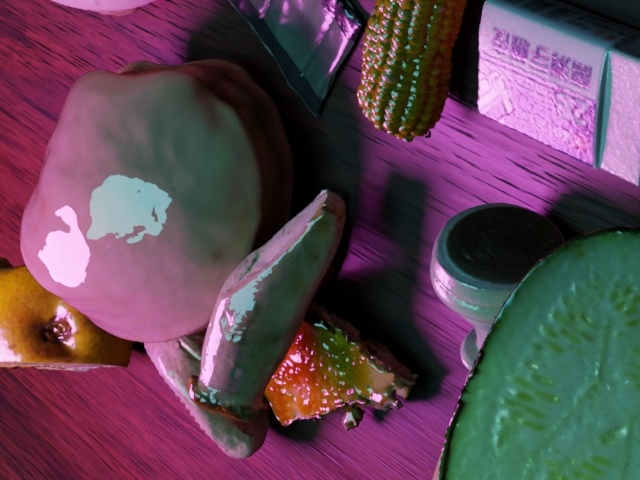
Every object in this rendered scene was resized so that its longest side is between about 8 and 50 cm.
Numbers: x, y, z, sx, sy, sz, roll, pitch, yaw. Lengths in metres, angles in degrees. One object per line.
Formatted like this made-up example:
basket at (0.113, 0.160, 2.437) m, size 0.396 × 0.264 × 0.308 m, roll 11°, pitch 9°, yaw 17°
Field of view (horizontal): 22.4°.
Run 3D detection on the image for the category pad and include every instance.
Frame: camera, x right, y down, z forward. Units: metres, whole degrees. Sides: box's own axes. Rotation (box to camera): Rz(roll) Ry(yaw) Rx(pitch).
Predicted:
pad at (-0.042, -0.279, 1.886) m, size 0.233 × 0.022 × 0.174 m, roll 56°, pitch 145°, yaw 20°

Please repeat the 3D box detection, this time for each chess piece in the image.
chess piece at (0.186, 0.103, 1.673) m, size 0.139 × 0.139 × 0.271 m, roll 40°, pitch 149°, yaw 39°

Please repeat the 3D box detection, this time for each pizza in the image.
pizza at (0.011, 0.146, 1.977) m, size 0.297 × 0.071 × 0.189 m, roll -12°, pitch 103°, yaw 58°

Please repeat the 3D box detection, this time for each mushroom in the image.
mushroom at (-0.067, 0.077, 1.898) m, size 0.107 × 0.087 × 0.333 m, roll 21°, pitch 121°, yaw -3°

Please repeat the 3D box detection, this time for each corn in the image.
corn at (0.103, -0.244, 1.622) m, size 0.102 × 0.102 × 0.313 m, roll 44°, pitch 135°, yaw 36°

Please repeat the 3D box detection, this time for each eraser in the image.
eraser at (0.239, -0.145, 1.492) m, size 0.210 × 0.068 × 0.124 m, roll 32°, pitch 131°, yaw 44°

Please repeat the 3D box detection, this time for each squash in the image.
squash at (0.255, 0.147, 1.491) m, size 0.234 × 0.210 × 0.309 m, roll 25°, pitch 138°, yaw 10°

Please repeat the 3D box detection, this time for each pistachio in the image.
pistachio at (-0.212, -0.056, 2.050) m, size 0.445 × 0.281 × 0.365 m, roll -31°, pitch 77°, yaw 42°

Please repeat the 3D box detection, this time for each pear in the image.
pear at (-0.412, 0.108, 2.438) m, size 0.282 × 0.287 × 0.176 m, roll -8°, pitch 81°, yaw 58°

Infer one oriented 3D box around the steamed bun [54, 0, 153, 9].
steamed bun at (-0.279, -0.450, 1.874) m, size 0.374 × 0.241 × 0.374 m, roll 6°, pitch 101°, yaw 34°

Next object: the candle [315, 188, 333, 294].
candle at (0.000, 0.000, 1.958) m, size 0.053 × 0.048 × 0.162 m, roll 26°, pitch 135°, yaw 10°

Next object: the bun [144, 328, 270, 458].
bun at (-0.143, 0.180, 2.172) m, size 0.237 × 0.116 × 0.210 m, roll 49°, pitch 174°, yaw 20°

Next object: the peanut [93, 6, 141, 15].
peanut at (-0.283, -0.410, 2.099) m, size 0.197 × 0.110 × 0.233 m, roll 24°, pitch 126°, yaw 40°
